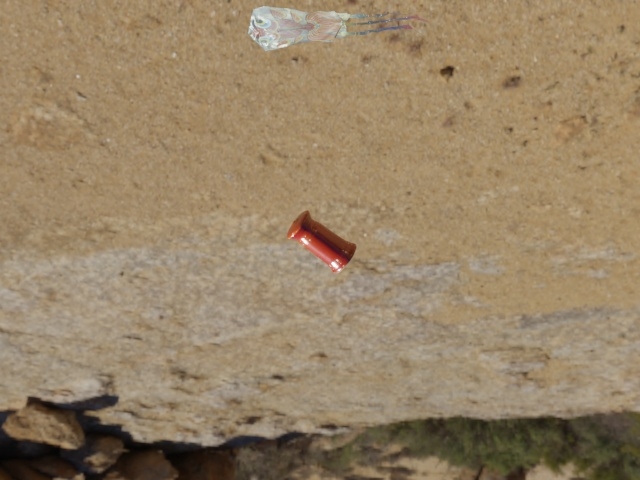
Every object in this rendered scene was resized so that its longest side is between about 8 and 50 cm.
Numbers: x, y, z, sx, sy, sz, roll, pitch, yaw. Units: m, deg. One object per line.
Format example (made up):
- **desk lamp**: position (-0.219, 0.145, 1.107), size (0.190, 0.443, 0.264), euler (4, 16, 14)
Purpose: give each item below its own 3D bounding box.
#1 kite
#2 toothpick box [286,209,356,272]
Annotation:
- **kite**: position (0.025, -0.264, 0.803), size (0.230, 0.016, 0.127), euler (-2, 178, -3)
- **toothpick box**: position (0.000, 0.000, 0.824), size (0.083, 0.047, 0.047), euler (37, 142, -13)
